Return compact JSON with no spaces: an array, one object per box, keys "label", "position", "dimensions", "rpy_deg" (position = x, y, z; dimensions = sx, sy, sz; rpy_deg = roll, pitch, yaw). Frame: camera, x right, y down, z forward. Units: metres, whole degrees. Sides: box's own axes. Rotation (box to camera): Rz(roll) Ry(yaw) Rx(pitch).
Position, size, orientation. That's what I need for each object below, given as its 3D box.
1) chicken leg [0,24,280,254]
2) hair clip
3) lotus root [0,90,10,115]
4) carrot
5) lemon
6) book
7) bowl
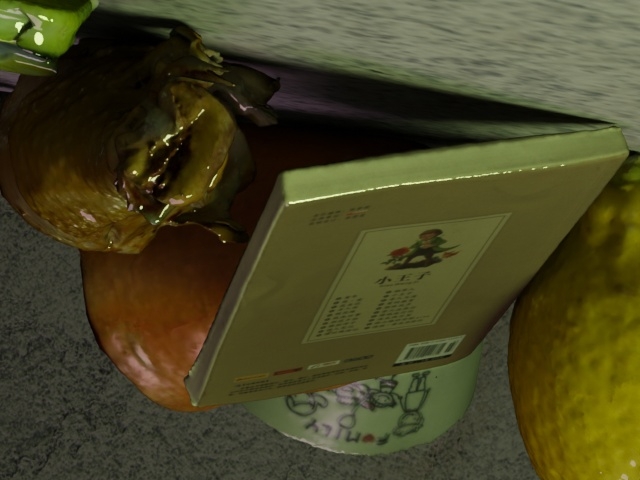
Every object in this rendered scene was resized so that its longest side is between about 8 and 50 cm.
[{"label":"chicken leg","position":[-0.058,-0.033,0.614],"dimensions":[0.101,0.085,0.207],"rpy_deg":[11,180,-18]},{"label":"hair clip","position":[-0.099,-0.071,0.518],"dimensions":[0.060,0.033,0.188],"rpy_deg":[14,180,-15]},{"label":"lotus root","position":[-0.227,-0.062,0.946],"dimensions":[0.088,0.088,0.165],"rpy_deg":[10,-172,22]},{"label":"carrot","position":[0.000,0.000,0.861],"dimensions":[0.225,0.159,0.159],"rpy_deg":[-10,165,40]},{"label":"lemon","position":[0.177,0.064,0.769],"dimensions":[0.187,0.187,0.244],"rpy_deg":[9,146,45]},{"label":"book","position":[0.027,0.016,0.698],"dimensions":[0.138,0.016,0.198],"rpy_deg":[-8,156,-19]},{"label":"bowl","position":[0.027,0.037,1.207],"dimensions":[0.211,0.211,0.112],"rpy_deg":[11,136,-11]}]
